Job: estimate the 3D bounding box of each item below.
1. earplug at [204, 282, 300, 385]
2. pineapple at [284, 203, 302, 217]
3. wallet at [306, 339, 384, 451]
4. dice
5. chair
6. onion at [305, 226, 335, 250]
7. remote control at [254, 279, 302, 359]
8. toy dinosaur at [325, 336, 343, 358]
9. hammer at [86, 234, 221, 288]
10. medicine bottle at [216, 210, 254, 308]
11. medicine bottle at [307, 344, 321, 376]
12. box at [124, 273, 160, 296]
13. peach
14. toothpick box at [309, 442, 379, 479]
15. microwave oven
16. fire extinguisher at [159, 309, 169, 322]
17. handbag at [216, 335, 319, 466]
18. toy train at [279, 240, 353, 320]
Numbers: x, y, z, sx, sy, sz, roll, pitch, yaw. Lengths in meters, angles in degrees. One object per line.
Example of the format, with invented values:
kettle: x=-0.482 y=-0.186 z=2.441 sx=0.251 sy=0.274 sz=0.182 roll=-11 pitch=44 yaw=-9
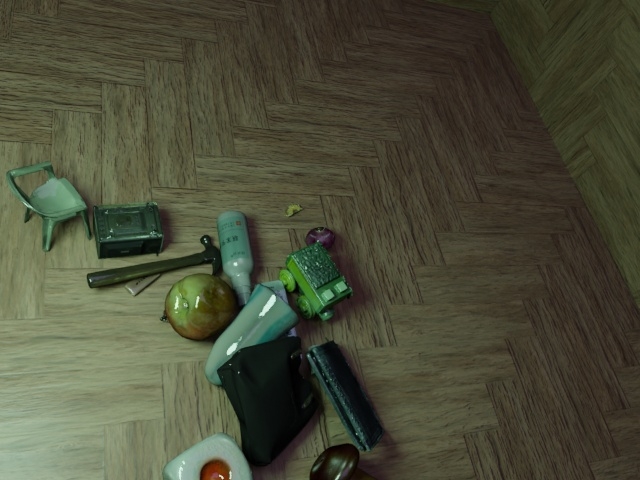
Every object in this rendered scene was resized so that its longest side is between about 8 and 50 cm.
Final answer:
earplug: x=-0.238 y=0.311 z=1.722 sx=0.185 sy=0.185 sz=0.324 roll=41 pitch=72 yaw=6
pineapple: x=-0.111 y=-0.122 z=2.161 sx=0.083 sy=0.019 sz=0.045 roll=-36 pitch=83 yaw=-37
wallet: x=0.079 y=0.484 z=1.740 sx=0.342 sy=0.075 sz=0.237 roll=59 pitch=14 yaw=12
dice: x=-0.299 y=0.643 z=1.472 sx=0.194 sy=0.192 sz=0.193 roll=-25 pitch=72 yaw=-32
chair: x=-0.827 y=-0.105 z=1.679 sx=0.190 sy=0.275 sz=0.203 roll=-31 pitch=73 yaw=-35
onion: x=0.000 y=0.000 z=2.088 sx=0.115 sy=0.115 sz=0.104 roll=-33 pitch=120 yaw=-36
remote control: x=-0.147 y=0.276 z=1.865 sx=0.103 sy=0.051 sz=0.293 roll=-9 pitch=65 yaw=-19
toy dinosaur: x=0.039 y=0.385 z=1.893 sx=0.060 sy=0.029 sz=0.120 roll=-23 pitch=70 yaw=-21
hammer: x=-0.531 y=0.086 z=1.799 sx=0.439 sy=0.044 sz=0.168 roll=-11 pitch=61 yaw=-35
medicine bottle: x=-0.285 y=0.069 z=1.903 sx=0.110 sy=0.110 sz=0.352 roll=0 pitch=59 yaw=-24
medicine bottle: x=-0.010 y=0.401 z=1.838 sx=0.058 sy=0.058 sz=0.091 roll=4 pitch=58 yaw=-21
box: x=-0.577 y=0.131 z=1.790 sx=0.048 sy=0.025 sz=0.115 roll=41 pitch=52 yaw=8
peach: x=-0.357 y=0.200 z=1.726 sx=0.214 sy=0.214 sz=0.235 roll=56 pitch=24 yaw=16
toothpick box: x=0.108 y=0.728 z=1.601 sx=0.294 sy=0.192 sz=0.192 roll=39 pitch=52 yaw=-3
microwave oven: x=-0.632 y=-0.038 z=1.811 sx=0.205 sy=0.129 sz=0.163 roll=-7 pitch=61 yaw=-26
fire extinguisher: x=-0.460 y=0.210 z=1.788 sx=0.173 sy=0.035 sz=0.049 roll=-53 pitch=126 yaw=-38
handbag: x=-0.140 y=0.453 z=1.652 sx=0.288 sy=0.152 sz=0.342 roll=-23 pitch=104 yaw=-42
toy train: x=-0.025 y=0.144 z=1.918 sx=0.159 sy=0.188 sz=0.272 roll=-24 pitch=73 yaw=-32
